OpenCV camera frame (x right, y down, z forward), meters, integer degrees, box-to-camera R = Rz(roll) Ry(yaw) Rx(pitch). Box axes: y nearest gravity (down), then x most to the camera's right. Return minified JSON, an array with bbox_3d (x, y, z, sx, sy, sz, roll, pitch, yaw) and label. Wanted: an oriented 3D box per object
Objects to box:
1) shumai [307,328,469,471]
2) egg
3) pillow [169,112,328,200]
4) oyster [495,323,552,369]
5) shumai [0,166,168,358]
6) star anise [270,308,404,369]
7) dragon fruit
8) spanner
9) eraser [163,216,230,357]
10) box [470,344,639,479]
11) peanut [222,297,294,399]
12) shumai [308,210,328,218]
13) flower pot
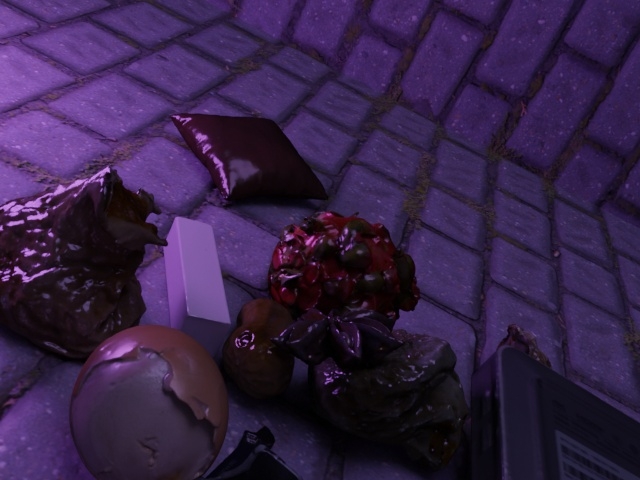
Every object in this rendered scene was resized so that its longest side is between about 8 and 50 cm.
[{"bbox_3d":[0.102,0.271,1.333,0.260,0.222,0.225,-2,18,23],"label":"shumai"},{"bbox_3d":[-0.219,0.210,1.059,0.201,0.201,0.244,20,16,-14],"label":"egg"},{"bbox_3d":[-0.166,-0.200,1.949,0.307,0.108,0.305,-2,43,-41],"label":"pillow"},{"bbox_3d":[0.389,0.269,1.597,0.110,0.166,0.341,32,18,4],"label":"oyster"},{"bbox_3d":[-0.381,-0.013,1.240,0.314,0.262,0.267,34,26,16],"label":"shumai"},{"bbox_3d":[0.035,0.149,1.261,0.196,0.073,0.212,3,9,20],"label":"star anise"},{"bbox_3d":[0.046,0.070,1.529,0.302,0.231,0.237,26,13,-27],"label":"dragon fruit"},{"bbox_3d":[-0.122,0.318,1.162,0.046,0.012,0.208,34,27,11],"label":"spanner"},{"bbox_3d":[-0.221,0.074,1.435,0.076,0.078,0.298,15,28,-23],"label":"eraser"},{"bbox_3d":[0.419,0.396,1.311,0.395,0.111,0.397,31,36,-15],"label":"box"},{"bbox_3d":[-0.100,0.168,1.349,0.110,0.120,0.236,53,10,-24],"label":"peanut"},{"bbox_3d":[-0.001,0.000,1.785,0.098,0.124,0.087,-6,-2,-20],"label":"shumai"},{"bbox_3d":[-0.122,0.351,0.998,0.103,0.108,0.229,40,30,24],"label":"flower pot"}]
